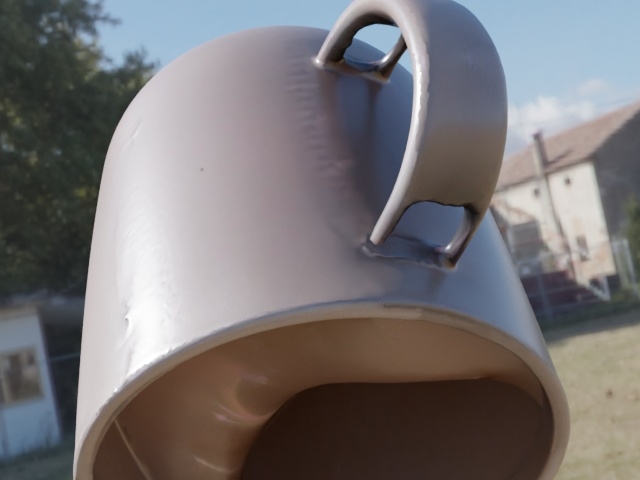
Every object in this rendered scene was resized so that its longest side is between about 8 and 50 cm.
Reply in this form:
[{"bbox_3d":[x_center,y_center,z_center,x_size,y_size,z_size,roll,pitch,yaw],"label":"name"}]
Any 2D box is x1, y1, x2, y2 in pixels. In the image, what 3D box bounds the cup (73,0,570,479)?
[{"bbox_3d":[0.000,0.000,0.466,0.191,0.200,0.253,9,-48,-18],"label":"cup"}]
